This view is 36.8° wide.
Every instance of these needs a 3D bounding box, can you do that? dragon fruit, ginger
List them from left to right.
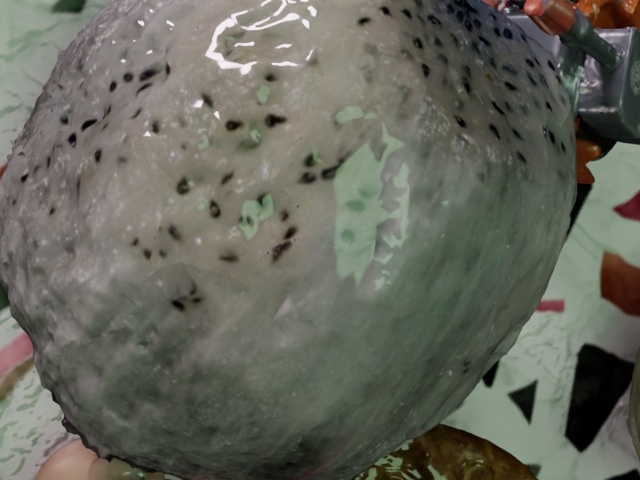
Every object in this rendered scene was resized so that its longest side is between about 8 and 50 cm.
[{"bbox_3d":[0.000,0.000,0.472,0.283,0.221,0.204,22,53,-27],"label":"dragon fruit"},{"bbox_3d":[0.063,0.144,0.619,0.162,0.103,0.073,27,74,-7],"label":"ginger"}]

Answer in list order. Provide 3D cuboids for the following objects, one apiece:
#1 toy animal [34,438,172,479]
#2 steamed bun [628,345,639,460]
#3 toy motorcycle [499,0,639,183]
[{"bbox_3d":[-0.107,0.163,0.556,0.150,0.089,0.083,37,80,-33],"label":"toy animal"},{"bbox_3d":[0.315,0.127,0.703,0.211,0.144,0.218,17,65,-13],"label":"steamed bun"},{"bbox_3d":[0.161,-0.207,0.584,0.221,0.148,0.326,15,86,-47],"label":"toy motorcycle"}]
